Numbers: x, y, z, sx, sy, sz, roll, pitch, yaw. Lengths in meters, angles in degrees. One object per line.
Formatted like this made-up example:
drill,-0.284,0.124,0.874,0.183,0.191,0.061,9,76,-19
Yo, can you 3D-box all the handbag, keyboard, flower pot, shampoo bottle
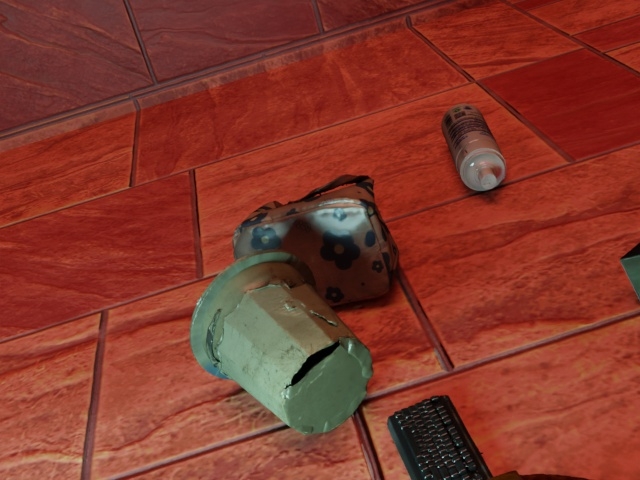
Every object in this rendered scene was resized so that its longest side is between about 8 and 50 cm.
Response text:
handbag,0.000,0.000,1.476,0.251,0.190,0.193,-13,16,18
keyboard,0.148,0.263,1.057,0.093,0.025,0.230,-21,27,-3
flower pot,-0.042,0.143,1.211,0.212,0.212,0.202,-29,37,-23
shampoo bottle,0.299,-0.174,1.725,0.092,0.092,0.303,-14,28,5

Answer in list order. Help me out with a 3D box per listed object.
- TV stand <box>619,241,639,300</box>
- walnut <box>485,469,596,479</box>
TV stand,0.521,0.017,1.134,0.088,0.083,0.269,-31,7,-28
walnut,0.238,0.286,0.872,0.207,0.116,0.116,4,33,34
